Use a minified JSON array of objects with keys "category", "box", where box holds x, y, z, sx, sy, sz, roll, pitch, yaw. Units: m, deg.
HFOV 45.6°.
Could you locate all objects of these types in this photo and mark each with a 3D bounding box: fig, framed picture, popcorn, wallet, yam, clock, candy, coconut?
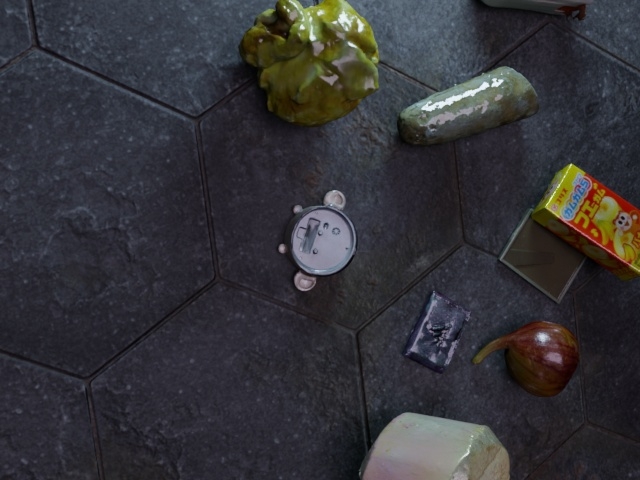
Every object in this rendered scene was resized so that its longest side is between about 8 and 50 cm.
[{"category":"fig","box":[0.483,0.257,1.756,0.207,0.175,0.175,27,84,2]},{"category":"framed picture","box":[0.535,0.038,1.826,0.203,0.015,0.150,34,83,-17]},{"category":"popcorn","box":[-0.018,-0.366,1.517,0.277,0.225,0.276,0,91,-22]},{"category":"wallet","box":[0.266,0.210,1.742,0.111,0.030,0.165,28,83,-12]},{"category":"yam","box":[0.322,-0.292,1.688,0.331,0.133,0.133,-20,99,-12]},{"category":"clock","box":[0.000,0.000,1.629,0.156,0.063,0.229,23,85,-18]},{"category":"candy","box":[0.648,-0.041,1.776,0.276,0.088,0.146,36,74,1]},{"category":"coconut","box":[0.224,0.516,1.609,0.298,0.310,0.297,0,90,-48]}]

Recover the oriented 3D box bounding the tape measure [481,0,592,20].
[{"category":"tape measure","box":[0.474,-0.631,1.714,0.258,0.130,0.265,-1,88,-20]}]
